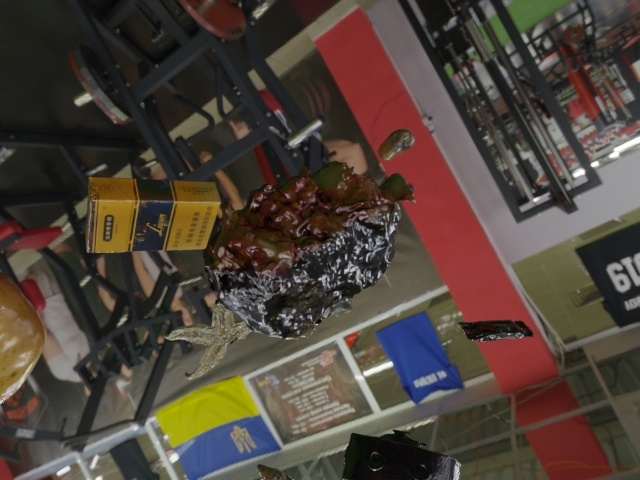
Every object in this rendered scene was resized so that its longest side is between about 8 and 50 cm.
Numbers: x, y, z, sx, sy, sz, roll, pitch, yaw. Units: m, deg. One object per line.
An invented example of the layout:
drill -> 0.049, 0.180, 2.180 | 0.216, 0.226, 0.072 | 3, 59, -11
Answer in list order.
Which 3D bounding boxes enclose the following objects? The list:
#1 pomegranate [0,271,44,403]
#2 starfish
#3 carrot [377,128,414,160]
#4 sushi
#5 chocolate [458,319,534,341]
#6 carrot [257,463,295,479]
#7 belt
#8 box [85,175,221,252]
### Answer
pomegranate -> -0.852, 0.250, 1.013 | 0.410, 0.410, 0.410 | -28, 178, -1
starfish -> -0.248, 0.204, 1.013 | 0.247, 0.138, 0.050 | -44, -165, 3
carrot -> 0.191, -0.249, 1.184 | 0.060, 0.060, 0.186 | -28, -175, -10
sushi -> 0.000, 0.000, 0.683 | 0.343, 0.196, 0.182 | -34, 150, -34
chocolate -> 0.459, 0.230, 1.184 | 0.182, 0.028, 0.086 | -3, -158, -1
carrot -> -0.071, 0.697, 1.234 | 0.102, 0.263, 0.102 | -49, -179, 1
belt -> 0.205, 0.572, 1.155 | 0.289, 0.164, 0.184 | 10, 151, 13
box -> -0.335, -0.049, 0.907 | 0.237, 0.070, 0.152 | -3, 142, -32
